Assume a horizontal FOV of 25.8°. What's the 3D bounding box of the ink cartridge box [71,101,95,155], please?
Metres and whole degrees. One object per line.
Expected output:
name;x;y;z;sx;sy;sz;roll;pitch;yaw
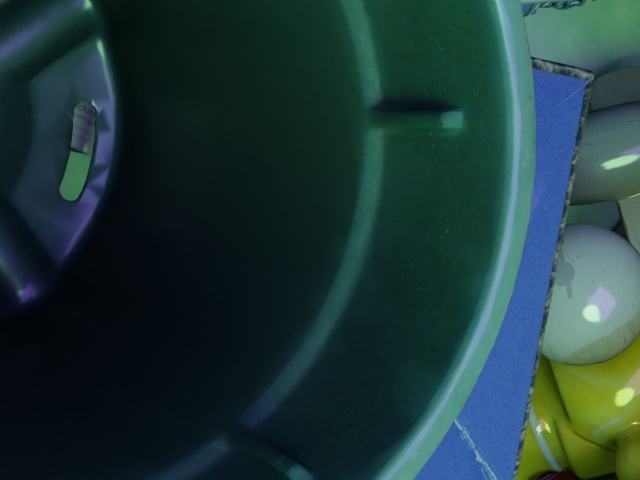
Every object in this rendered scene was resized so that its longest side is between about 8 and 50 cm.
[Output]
ink cartridge box;-0.151;-0.156;0.848;0.104;0.061;0.181;27;86;-25

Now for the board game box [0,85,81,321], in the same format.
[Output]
board game box;-0.228;0.061;0.781;0.213;0.046;0.317;-29;109;-22

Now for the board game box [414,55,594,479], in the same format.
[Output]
board game box;0.000;0.000;0.814;0.141;0.291;0.232;9;92;-25

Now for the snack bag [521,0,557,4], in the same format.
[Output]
snack bag;0.124;-0.312;0.923;0.323;0.037;0.343;-10;84;-25

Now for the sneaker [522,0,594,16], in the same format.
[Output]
sneaker;0.158;-0.190;0.980;0.211;0.080;0.081;-43;109;-13

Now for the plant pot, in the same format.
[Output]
plant pot;-0.143;-0.044;0.596;0.341;0.334;0.341;-4;98;-27

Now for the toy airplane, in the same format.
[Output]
toy airplane;0.235;0.068;0.883;0.272;0.386;0.384;36;81;-37
